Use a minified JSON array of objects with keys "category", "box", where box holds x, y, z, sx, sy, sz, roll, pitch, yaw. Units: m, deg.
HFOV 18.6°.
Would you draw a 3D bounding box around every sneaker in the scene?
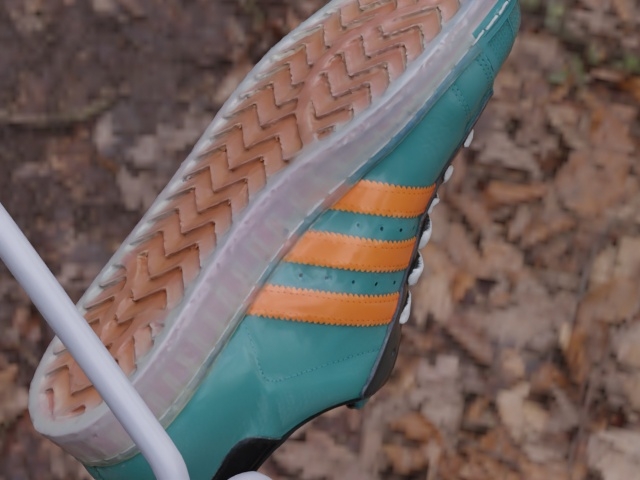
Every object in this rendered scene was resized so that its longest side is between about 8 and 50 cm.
[{"category":"sneaker","box":[0.000,0.000,0.914,0.302,0.121,0.108,-49,35,-5]}]

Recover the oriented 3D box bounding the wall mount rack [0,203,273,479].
[{"category":"wall mount rack","box":[-0.137,0.141,0.689,0.130,0.304,0.350,10,27,22]}]
